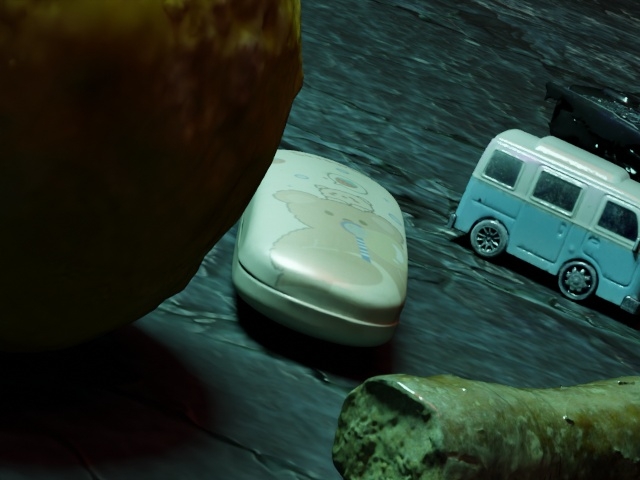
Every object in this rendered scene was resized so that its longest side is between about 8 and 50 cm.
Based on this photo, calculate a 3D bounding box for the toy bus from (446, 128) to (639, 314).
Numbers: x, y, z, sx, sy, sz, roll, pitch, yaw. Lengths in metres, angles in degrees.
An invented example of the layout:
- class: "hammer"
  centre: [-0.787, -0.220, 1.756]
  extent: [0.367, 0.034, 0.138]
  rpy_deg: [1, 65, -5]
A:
- class: "toy bus"
  centre: [0.145, -0.013, 1.084]
  extent: [0.123, 0.075, 0.060]
  rpy_deg: [26, 16, 18]

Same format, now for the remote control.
- class: "remote control"
  centre: [0.327, -0.062, 1.506]
  extent: [0.144, 0.062, 0.399]
  rpy_deg: [34, 19, 37]

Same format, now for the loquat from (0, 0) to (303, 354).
- class: "loquat"
  centre: [-0.110, -0.076, 0.678]
  extent: [0.238, 0.238, 0.193]
  rpy_deg: [12, 6, -30]

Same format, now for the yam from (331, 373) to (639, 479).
- class: "yam"
  centre: [0.111, 0.082, 0.753]
  extent: [0.253, 0.061, 0.061]
  rpy_deg: [6, 22, -44]

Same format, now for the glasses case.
- class: "glasses case"
  centre: [0.000, 0.000, 0.898]
  extent: [0.081, 0.051, 0.204]
  rpy_deg: [18, 16, -6]
